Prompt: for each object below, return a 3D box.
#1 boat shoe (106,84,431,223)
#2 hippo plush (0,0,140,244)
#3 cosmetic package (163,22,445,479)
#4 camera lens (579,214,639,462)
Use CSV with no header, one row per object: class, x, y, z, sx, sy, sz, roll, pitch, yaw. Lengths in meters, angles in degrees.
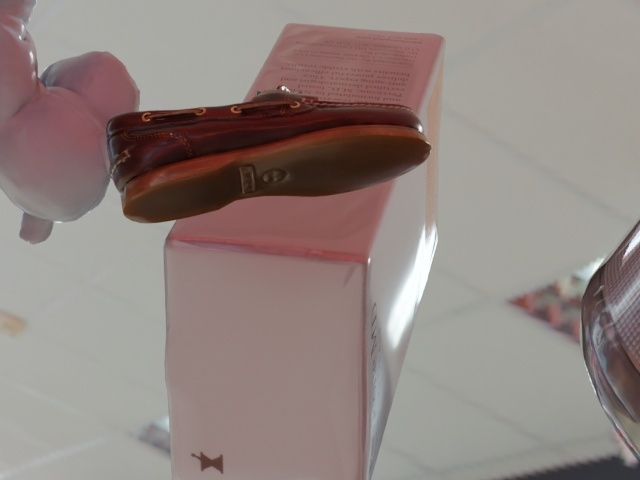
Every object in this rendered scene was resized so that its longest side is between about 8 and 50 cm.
boat shoe,-0.034,-0.067,1.131,0.207,0.073,0.073,-8,-30,-15
hippo plush,-0.249,-0.139,1.469,0.236,0.294,0.234,38,-55,-11
cosmetic package,0.000,0.000,1.512,0.162,0.453,0.230,6,-61,9
camera lens,0.268,0.009,0.798,0.219,0.219,0.274,27,-61,-12
